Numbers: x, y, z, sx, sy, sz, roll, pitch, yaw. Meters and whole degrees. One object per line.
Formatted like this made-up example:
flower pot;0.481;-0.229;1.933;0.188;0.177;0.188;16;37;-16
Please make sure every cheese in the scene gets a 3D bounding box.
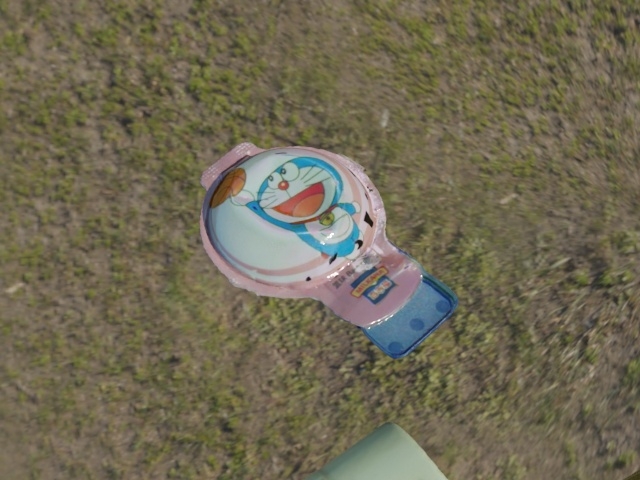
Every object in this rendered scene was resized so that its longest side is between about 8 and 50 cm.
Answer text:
cheese;0.000;0.000;0.931;0.189;0.074;0.286;-39;64;-22

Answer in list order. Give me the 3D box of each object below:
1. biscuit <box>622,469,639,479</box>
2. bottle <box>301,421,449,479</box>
biscuit;0.254;0.206;0.426;0.302;0.049;0.197;32;89;21
bottle;-0.034;0.152;0.356;0.201;0.072;0.072;-34;77;-10
